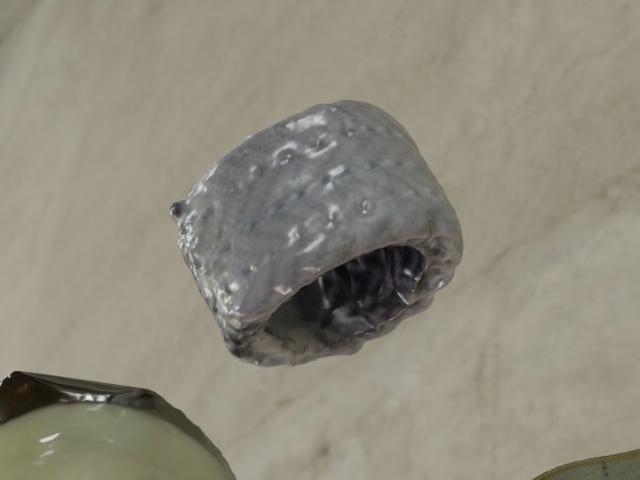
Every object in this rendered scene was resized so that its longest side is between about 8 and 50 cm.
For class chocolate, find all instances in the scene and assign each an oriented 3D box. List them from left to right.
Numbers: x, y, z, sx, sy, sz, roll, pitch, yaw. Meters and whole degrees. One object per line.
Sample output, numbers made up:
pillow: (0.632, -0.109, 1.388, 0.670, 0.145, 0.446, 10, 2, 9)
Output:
chocolate: (-0.242, 0.327, 1.418, 0.297, 0.326, 0.314, -66, -14, -67)

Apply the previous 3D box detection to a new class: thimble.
thimble: (0.000, 0.000, 1.366, 0.217, 0.245, 0.157, 94, 153, -54)

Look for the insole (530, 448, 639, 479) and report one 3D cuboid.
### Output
insole: (0.288, 0.249, 1.400, 0.348, 0.009, 0.119, -26, 73, 23)
